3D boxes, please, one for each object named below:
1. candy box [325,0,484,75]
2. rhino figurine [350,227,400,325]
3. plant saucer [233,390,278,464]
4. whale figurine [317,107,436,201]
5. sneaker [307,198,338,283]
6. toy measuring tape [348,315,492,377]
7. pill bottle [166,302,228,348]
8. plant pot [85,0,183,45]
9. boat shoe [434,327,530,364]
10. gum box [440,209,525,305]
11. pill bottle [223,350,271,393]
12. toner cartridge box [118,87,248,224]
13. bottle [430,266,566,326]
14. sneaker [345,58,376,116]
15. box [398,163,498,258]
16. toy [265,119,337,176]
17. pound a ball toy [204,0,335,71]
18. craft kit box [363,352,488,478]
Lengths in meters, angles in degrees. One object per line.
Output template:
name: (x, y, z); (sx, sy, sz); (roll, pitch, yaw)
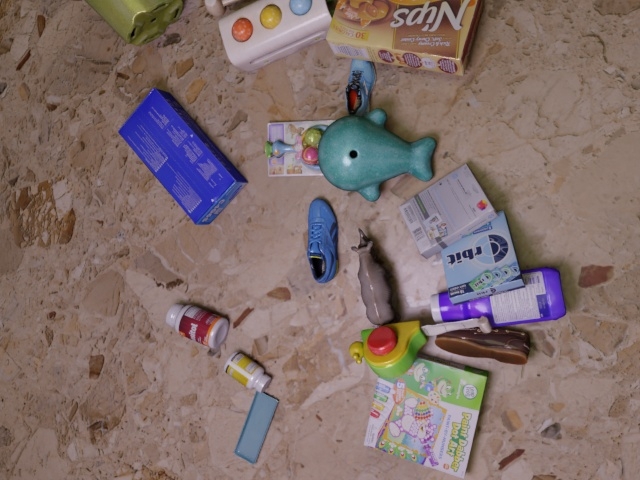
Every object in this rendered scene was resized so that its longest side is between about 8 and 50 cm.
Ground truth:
candy box: (0.191, -0.495, 1.418); (0.316, 0.087, 0.183); (15, 83, 18)
rhino figurine: (0.125, 0.087, 1.474); (0.073, 0.106, 0.243); (-15, 87, 19)
plant saucer: (-0.168, 0.488, 1.643); (0.067, 0.018, 0.192); (23, 100, 17)
whale figurine: (0.128, -0.194, 1.434); (0.272, 0.141, 0.216); (7, 98, 5)
sneaker: (0.000, 0.000, 1.530); (0.069, 0.082, 0.209); (-5, 89, 22)
toy measuring tape: (0.209, 0.239, 1.379); (0.330, 0.121, 0.121); (-12, 88, 27)
pill bottle: (-0.325, 0.221, 1.652); (0.152, 0.086, 0.086); (19, 98, 19)
plant pot: (-0.497, -0.653, 1.604); (0.276, 0.276, 0.254); (-36, 91, 17)
boat shoe: (0.367, 0.226, 1.419); (0.207, 0.073, 0.073); (9, 57, 16)
gum box: (0.348, 0.037, 1.377); (0.157, 0.041, 0.184); (-17, 53, 20)
pill bottle: (-0.186, 0.342, 1.618); (0.116, 0.065, 0.065); (32, 102, 16)
toner cartridge box: (-0.365, -0.221, 1.653); (0.165, 0.075, 0.348); (-45, 78, 17)
bottle: (0.389, 0.133, 1.388); (0.283, 0.092, 0.118); (-11, 81, 20)
sneaker: (0.091, -0.364, 1.484); (0.063, 0.073, 0.162); (1, 88, 19)
box: (0.284, -0.066, 1.416); (0.186, 0.038, 0.145); (-34, 53, 18)
toy: (-0.027, -0.228, 1.542); (0.237, 0.056, 0.137); (1, 93, 20)
pound a ball toy: (-0.134, -0.558, 1.525); (0.319, 0.136, 0.208); (-17, 87, 19)
craft kit box: (0.245, 0.397, 1.473); (0.247, 0.061, 0.250); (12, 96, 16)
